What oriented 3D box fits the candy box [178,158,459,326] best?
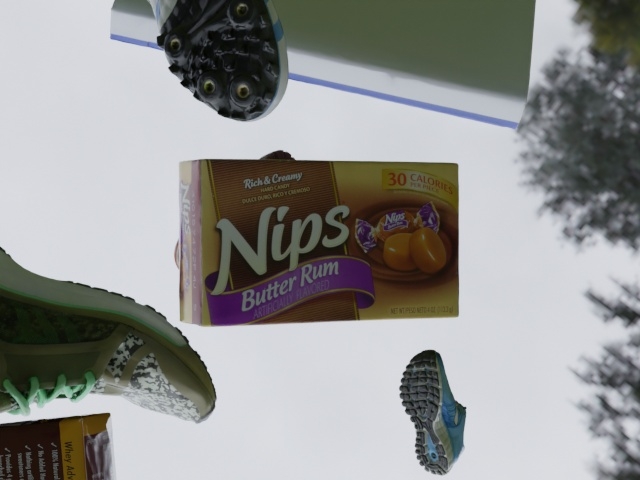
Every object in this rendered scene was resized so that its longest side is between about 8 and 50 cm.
[{"bbox_3d":[0.000,0.000,0.893,0.187,0.109,0.053,0,-179,-24],"label":"candy box"}]

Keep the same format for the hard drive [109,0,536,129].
[{"bbox_3d":[0.013,-0.197,1.083,0.319,0.040,0.210,13,-137,1],"label":"hard drive"}]

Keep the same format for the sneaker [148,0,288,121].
[{"bbox_3d":[-0.076,-0.169,0.863,0.086,0.085,0.237,15,-142,-53],"label":"sneaker"}]

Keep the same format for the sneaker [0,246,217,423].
[{"bbox_3d":[-0.312,0.132,1.402,0.410,0.158,0.182,24,-122,-10],"label":"sneaker"}]

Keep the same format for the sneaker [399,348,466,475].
[{"bbox_3d":[0.148,0.212,1.695,0.063,0.162,0.073,4,-161,39],"label":"sneaker"}]

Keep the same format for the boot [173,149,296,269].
[{"bbox_3d":[-0.084,-0.012,1.126,0.059,0.084,0.158,58,-136,-15],"label":"boot"}]

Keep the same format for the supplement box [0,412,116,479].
[{"bbox_3d":[-0.289,0.263,1.221,0.194,0.191,0.129,-6,174,2],"label":"supplement box"}]
